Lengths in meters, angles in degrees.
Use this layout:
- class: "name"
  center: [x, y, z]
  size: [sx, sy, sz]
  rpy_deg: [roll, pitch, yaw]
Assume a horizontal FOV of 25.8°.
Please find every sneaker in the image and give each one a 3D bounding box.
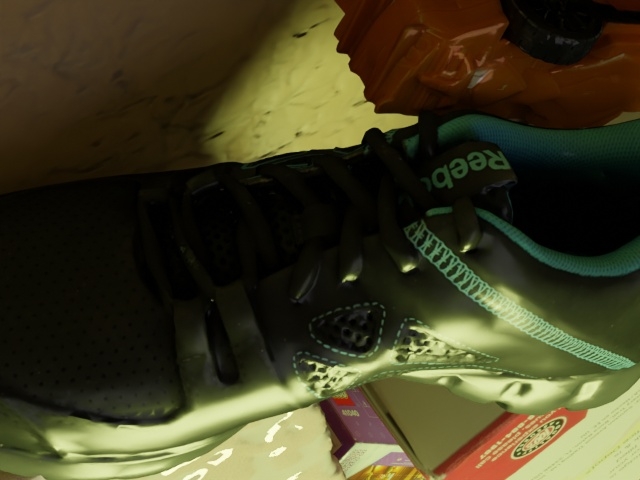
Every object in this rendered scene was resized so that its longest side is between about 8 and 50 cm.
- class: "sneaker"
  center: [0.000, 0.000, 0.528]
  size: [0.341, 0.125, 0.139]
  rpy_deg: [-6, 150, -21]

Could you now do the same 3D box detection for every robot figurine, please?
- class: "robot figurine"
  center: [0.158, -0.123, 0.576]
  size: [0.291, 0.085, 0.211]
  rpy_deg: [-5, 144, -34]

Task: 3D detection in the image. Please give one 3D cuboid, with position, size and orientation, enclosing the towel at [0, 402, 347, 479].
- class: "towel"
  center: [-0.131, 0.182, 0.716]
  size: [0.317, 0.053, 0.332]
  rpy_deg: [-28, 146, -9]

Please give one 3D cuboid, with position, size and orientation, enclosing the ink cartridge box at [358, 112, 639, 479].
- class: "ink cartridge box"
  center: [0.169, 0.049, 0.839]
  size: [0.226, 0.131, 0.306]
  rpy_deg: [-42, 153, 9]

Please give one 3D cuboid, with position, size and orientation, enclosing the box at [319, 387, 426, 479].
- class: "box"
  center: [-0.029, 0.212, 0.945]
  size: [0.293, 0.057, 0.201]
  rpy_deg: [-46, 149, 19]
